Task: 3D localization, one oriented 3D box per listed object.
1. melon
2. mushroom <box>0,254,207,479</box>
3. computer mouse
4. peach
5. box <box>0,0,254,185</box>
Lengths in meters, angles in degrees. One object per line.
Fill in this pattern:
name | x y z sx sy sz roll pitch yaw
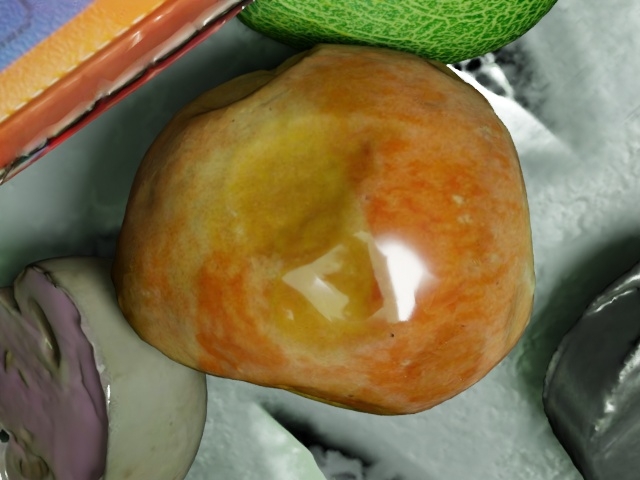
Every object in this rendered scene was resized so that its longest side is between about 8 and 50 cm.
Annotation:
melon | 0.078 -0.189 1.031 0.169 0.129 0.265 28 106 -8
mushroom | -0.129 0.097 1.139 0.117 0.141 0.188 -2 121 -30
computer mouse | 0.256 0.120 1.137 0.168 0.087 0.295 -44 112 8
peach | 0.000 0.000 1.054 0.235 0.214 0.214 -5 107 8
box | -0.206 -0.176 0.929 0.318 0.348 0.257 -33 105 14
